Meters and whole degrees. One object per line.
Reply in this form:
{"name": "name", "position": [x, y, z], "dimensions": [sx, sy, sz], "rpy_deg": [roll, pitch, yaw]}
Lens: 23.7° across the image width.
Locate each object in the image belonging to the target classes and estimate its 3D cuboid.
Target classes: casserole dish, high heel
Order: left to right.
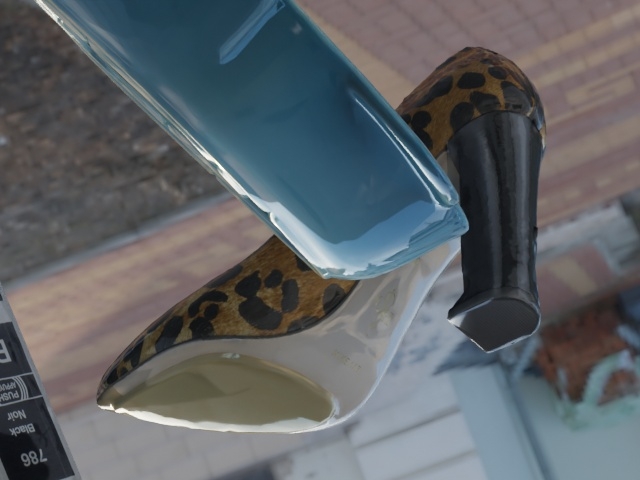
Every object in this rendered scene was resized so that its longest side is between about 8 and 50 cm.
{"name": "casserole dish", "position": [-0.037, -0.051, 0.386], "dimensions": [0.037, 0.188, 0.114], "rpy_deg": [-44, 136, -2]}
{"name": "high heel", "position": [0.000, 0.000, 0.804], "dimensions": [0.261, 0.186, 0.093], "rpy_deg": [-18, 135, 26]}

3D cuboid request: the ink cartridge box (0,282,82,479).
{"name": "ink cartridge box", "position": [-0.205, 0.158, 0.852], "dimensions": [0.165, 0.333, 0.065], "rpy_deg": [-33, 167, 33]}
